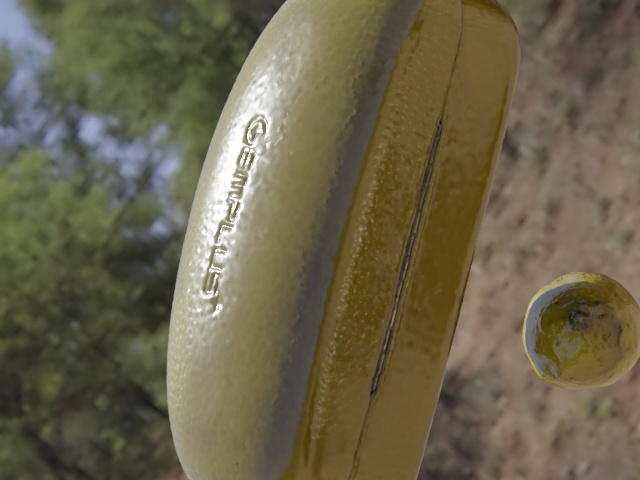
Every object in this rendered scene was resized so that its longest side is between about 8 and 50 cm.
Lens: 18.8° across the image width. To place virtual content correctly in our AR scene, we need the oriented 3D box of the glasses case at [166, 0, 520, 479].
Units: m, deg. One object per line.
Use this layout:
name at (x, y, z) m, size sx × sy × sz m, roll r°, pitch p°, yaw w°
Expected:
glasses case at (0.000, 0.000, 1.251) m, size 0.173 × 0.141 × 0.371 m, roll 10°, pitch 85°, yaw 57°

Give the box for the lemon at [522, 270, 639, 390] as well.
lemon at (0.178, 0.061, 1.309) m, size 0.082 × 0.082 × 0.110 m, roll -56°, pitch -6°, yaw 14°
